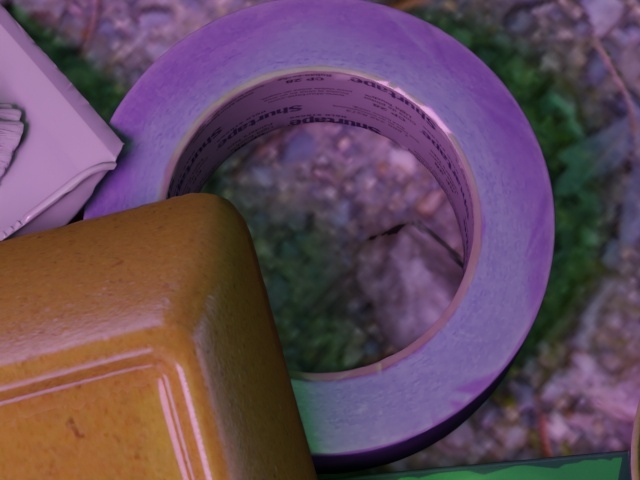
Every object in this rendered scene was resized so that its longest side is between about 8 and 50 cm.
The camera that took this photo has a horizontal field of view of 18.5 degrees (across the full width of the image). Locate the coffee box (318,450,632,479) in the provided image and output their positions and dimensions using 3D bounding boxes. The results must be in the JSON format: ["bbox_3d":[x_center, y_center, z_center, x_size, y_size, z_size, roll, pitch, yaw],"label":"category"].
[{"bbox_3d":[0.042,0.149,0.804,0.184,0.040,0.113,-7,79,0],"label":"coffee box"}]

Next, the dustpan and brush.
[{"bbox_3d":[-0.190,0.001,0.814,0.211,0.060,0.147,-53,46,9],"label":"dustpan and brush"}]

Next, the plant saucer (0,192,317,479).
[{"bbox_3d":[-0.133,0.170,0.669,0.333,0.081,0.333,-14,85,-16],"label":"plant saucer"}]

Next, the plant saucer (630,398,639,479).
[{"bbox_3d":[0.244,0.091,0.768,0.241,0.037,0.241,-8,46,8],"label":"plant saucer"}]

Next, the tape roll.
[{"bbox_3d":[0.000,0.000,0.817,0.189,0.080,0.189,0,78,2],"label":"tape roll"}]
